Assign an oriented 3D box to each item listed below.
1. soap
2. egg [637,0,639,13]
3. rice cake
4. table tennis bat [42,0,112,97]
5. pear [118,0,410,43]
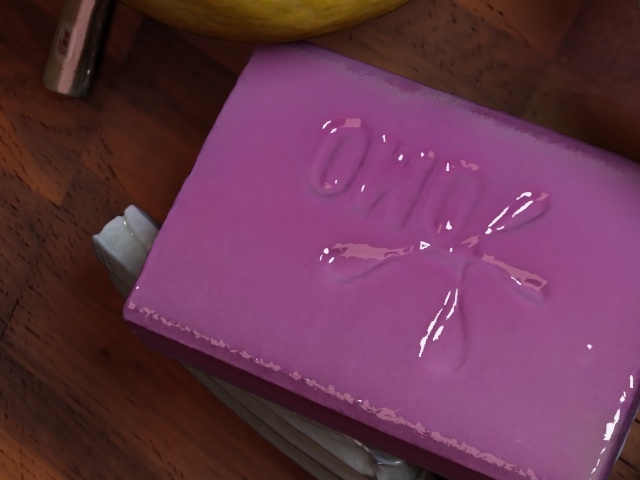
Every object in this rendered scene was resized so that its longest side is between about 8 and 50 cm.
[{"bbox_3d":[0.050,0.016,0.878,0.259,0.081,0.181,23,75,15],"label":"soap"},{"bbox_3d":[0.236,-0.123,0.761,0.196,0.196,0.271,-4,112,30],"label":"egg"},{"bbox_3d":[-0.030,0.079,0.981,0.237,0.127,0.043,37,74,24],"label":"rice cake"},{"bbox_3d":[-0.127,-0.208,1.060,0.138,0.022,0.246,25,105,26],"label":"table tennis bat"},{"bbox_3d":[-0.028,-0.244,0.833,0.314,0.314,0.314,3,96,30],"label":"pear"}]
